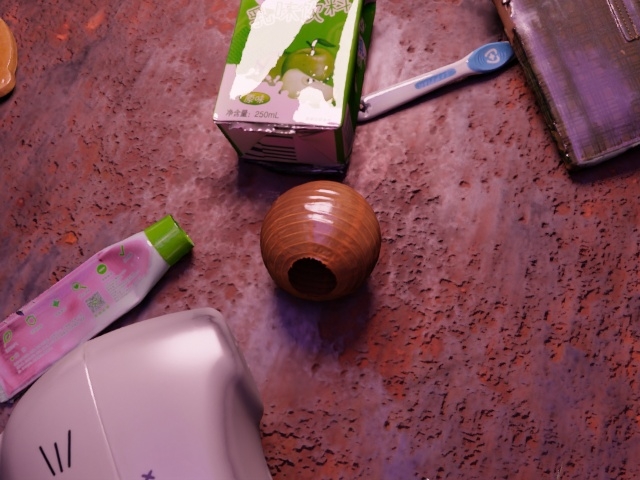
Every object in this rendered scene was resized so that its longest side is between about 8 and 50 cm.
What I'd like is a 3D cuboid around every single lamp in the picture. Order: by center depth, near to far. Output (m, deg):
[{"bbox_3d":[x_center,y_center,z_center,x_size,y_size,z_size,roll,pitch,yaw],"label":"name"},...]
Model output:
[{"bbox_3d":[0.000,0.000,0.715,0.136,0.136,0.136,0,70,1],"label":"lamp"}]

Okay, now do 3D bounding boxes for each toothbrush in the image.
[{"bbox_3d":[0.215,-0.238,0.858,0.386,0.040,0.040,-22,71,-3],"label":"toothbrush"}]

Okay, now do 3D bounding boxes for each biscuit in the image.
[{"bbox_3d":[-0.470,-0.244,0.874,0.118,0.023,0.140,-6,70,-1],"label":"biscuit"}]

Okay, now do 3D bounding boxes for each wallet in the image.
[{"bbox_3d":[0.327,-0.255,0.818,0.169,0.044,0.317,-21,81,-1],"label":"wallet"}]

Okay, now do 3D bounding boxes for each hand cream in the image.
[{"bbox_3d":[-0.270,0.072,0.747,0.275,0.050,0.079,-38,48,-6],"label":"hand cream"}]

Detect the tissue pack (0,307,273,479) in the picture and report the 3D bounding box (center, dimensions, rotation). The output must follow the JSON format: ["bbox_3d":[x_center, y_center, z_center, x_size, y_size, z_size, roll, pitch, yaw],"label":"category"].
[{"bbox_3d":[-0.134,0.249,0.573,0.236,0.229,0.333,-23,70,-8],"label":"tissue pack"}]

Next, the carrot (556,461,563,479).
[{"bbox_3d":[0.173,0.347,0.620,0.078,0.078,0.298,33,70,13],"label":"carrot"}]

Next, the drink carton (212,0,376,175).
[{"bbox_3d":[-0.028,-0.227,0.806,0.161,0.108,0.271,6,71,11],"label":"drink carton"}]

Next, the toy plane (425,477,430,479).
[{"bbox_3d":[0.091,0.335,0.601,0.226,0.058,0.226,15,53,34],"label":"toy plane"}]
